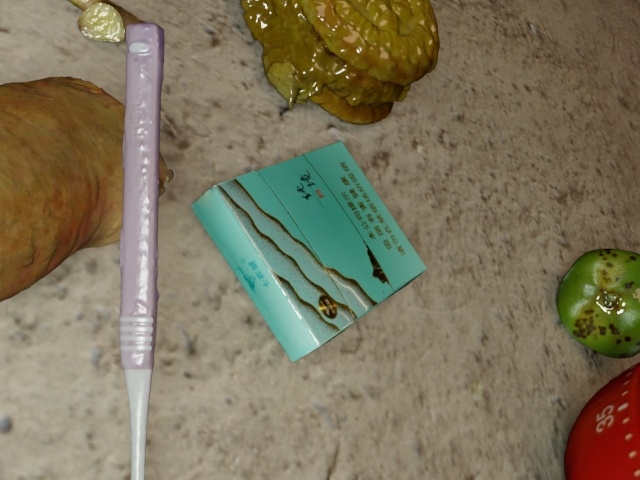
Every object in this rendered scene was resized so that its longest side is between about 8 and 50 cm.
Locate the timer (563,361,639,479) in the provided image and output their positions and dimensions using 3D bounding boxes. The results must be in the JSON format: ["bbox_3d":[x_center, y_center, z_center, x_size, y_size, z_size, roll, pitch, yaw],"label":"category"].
[{"bbox_3d":[0.421,0.283,0.932,0.378,0.279,0.378,32,37,-27],"label":"timer"}]

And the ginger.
[{"bbox_3d":[-0.182,-0.193,0.835,0.097,0.030,0.048,27,40,-33],"label":"ginger"}]

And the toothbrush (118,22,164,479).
[{"bbox_3d":[-0.112,0.041,0.570,0.029,0.024,0.354,23,67,-76],"label":"toothbrush"}]

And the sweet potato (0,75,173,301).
[{"bbox_3d":[-0.231,-0.015,0.527,0.131,0.131,0.337,56,33,4],"label":"sweet potato"}]

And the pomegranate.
[{"bbox_3d":[0.389,0.072,1.226,0.143,0.122,0.169,37,26,31],"label":"pomegranate"}]

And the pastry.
[{"bbox_3d":[0.025,-0.257,1.063,0.235,0.132,0.240,3,57,-52],"label":"pastry"}]

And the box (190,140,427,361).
[{"bbox_3d":[0.000,0.000,0.875,0.162,0.041,0.229,56,33,5],"label":"box"}]
